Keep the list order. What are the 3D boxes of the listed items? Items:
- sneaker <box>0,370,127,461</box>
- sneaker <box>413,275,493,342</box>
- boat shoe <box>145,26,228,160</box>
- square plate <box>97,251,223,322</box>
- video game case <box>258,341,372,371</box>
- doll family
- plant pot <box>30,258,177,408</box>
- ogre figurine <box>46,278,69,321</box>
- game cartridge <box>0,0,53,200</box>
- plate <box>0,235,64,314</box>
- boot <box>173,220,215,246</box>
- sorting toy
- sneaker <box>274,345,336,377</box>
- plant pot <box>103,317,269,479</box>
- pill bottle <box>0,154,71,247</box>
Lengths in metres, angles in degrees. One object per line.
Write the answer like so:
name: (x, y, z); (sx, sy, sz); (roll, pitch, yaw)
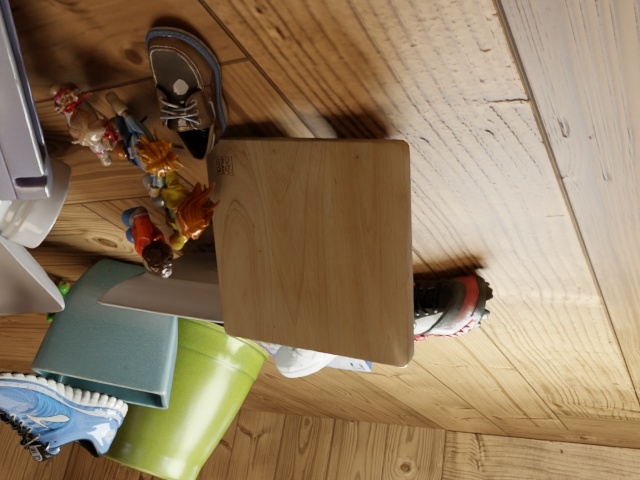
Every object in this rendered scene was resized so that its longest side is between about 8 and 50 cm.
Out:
sneaker: (-0.536, 0.338, 1.289); (0.330, 0.147, 0.130); (24, 154, -29)
sneaker: (0.173, 0.113, 1.166); (0.135, 0.097, 0.276); (17, 158, -22)
boat shoe: (-0.137, -0.146, 0.714); (0.066, 0.066, 0.183); (4, 158, 11)
square plate: (-0.120, 0.070, 1.094); (0.344, 0.049, 0.347); (6, -172, 9)
video game case: (-0.016, 0.237, 1.598); (0.244, 0.061, 0.269); (3, 157, 15)
doll family: (-0.196, -0.080, 0.780); (0.163, 0.118, 0.263); (36, 153, 56)
plant pot: (-0.406, 0.184, 1.385); (0.247, 0.252, 0.248); (12, 157, -7)
ogre figurine: (-0.624, 0.138, 1.584); (0.118, 0.097, 0.197); (4, 149, 45)
game cartridge: (-0.392, -0.164, 0.615); (0.230, 0.068, 0.355); (0, 143, -10)
plate: (-0.629, 0.028, 1.271); (0.277, 0.045, 0.278); (-8, 126, 37)
boot: (-0.176, -0.019, 1.086); (0.087, 0.042, 0.118); (18, 159, -34)
sorting toy: (0.000, 0.000, 0.827); (0.255, 0.257, 0.089); (6, -162, 28)
sneaker: (-0.025, 0.169, 1.345); (0.292, 0.108, 0.169); (-34, 132, 30)
plant pot: (-0.358, 0.383, 1.647); (0.366, 0.353, 0.366); (18, 161, 6)
pill bottle: (-0.478, -0.101, 0.840); (0.301, 0.169, 0.169); (26, 153, -34)
